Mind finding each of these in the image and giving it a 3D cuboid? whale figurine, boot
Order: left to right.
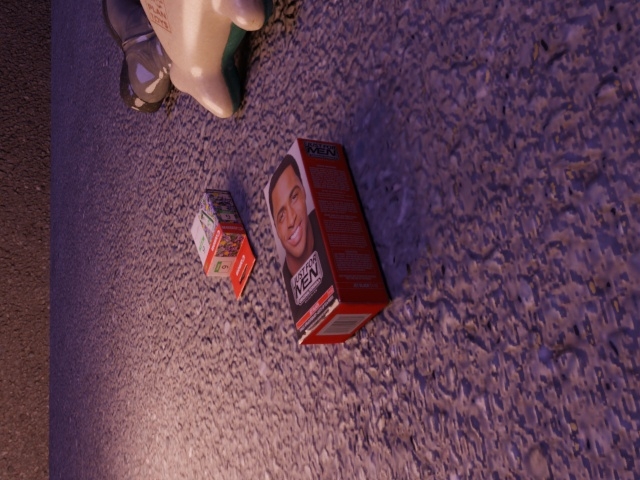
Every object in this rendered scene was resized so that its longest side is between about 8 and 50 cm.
[{"bbox_3d":[-0.232,-0.317,0.896,0.161,0.083,0.246,-38,61,44],"label":"boot"},{"bbox_3d":[-0.106,-0.264,0.632,0.216,0.141,0.272,36,144,33],"label":"whale figurine"}]

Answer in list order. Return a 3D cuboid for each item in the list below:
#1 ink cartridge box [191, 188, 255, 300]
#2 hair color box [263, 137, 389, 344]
[{"bbox_3d":[-0.106,0.003,0.677,0.063,0.029,0.115,-64,36,32],"label":"ink cartridge box"},{"bbox_3d":[0.000,0.000,0.482,0.072,0.043,0.141,-51,45,46],"label":"hair color box"}]
